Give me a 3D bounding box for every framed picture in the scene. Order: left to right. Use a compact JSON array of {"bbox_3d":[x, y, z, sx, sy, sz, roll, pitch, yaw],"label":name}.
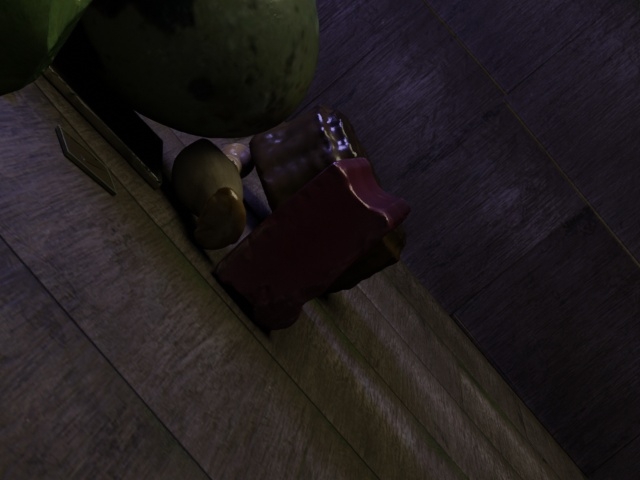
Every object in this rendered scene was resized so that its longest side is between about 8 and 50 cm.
[{"bbox_3d":[-0.281,-0.096,1.534,0.089,0.006,0.066,44,10,-40],"label":"framed picture"},{"bbox_3d":[-0.323,-0.208,1.780,0.289,0.016,0.213,47,9,-20],"label":"framed picture"}]

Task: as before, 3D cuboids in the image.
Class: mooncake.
[{"bbox_3d":[0.017,-0.073,2.220,0.324,0.187,0.324,62,7,-13],"label":"mooncake"}]

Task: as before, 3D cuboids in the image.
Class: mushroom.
[{"bbox_3d":[-0.156,-0.068,1.768,0.088,0.097,0.212,56,6,-40],"label":"mushroom"}]

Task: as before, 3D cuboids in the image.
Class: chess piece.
[{"bbox_3d":[-0.151,-0.128,2.180,0.066,0.066,0.122,49,11,-5],"label":"chess piece"}]

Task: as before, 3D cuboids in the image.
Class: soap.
[{"bbox_3d":[0.000,0.000,1.822,0.128,0.233,0.359,49,8,2],"label":"soap"}]

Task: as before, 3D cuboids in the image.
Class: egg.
[{"bbox_3d":[-0.186,-0.333,1.805,0.428,0.345,0.345,55,8,4],"label":"egg"}]

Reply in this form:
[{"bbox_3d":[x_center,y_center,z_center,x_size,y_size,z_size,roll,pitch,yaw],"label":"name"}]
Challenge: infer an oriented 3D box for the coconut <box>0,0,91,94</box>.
[{"bbox_3d":[-0.326,-0.258,1.109,0.328,0.281,0.329,40,-35,37],"label":"coconut"}]
